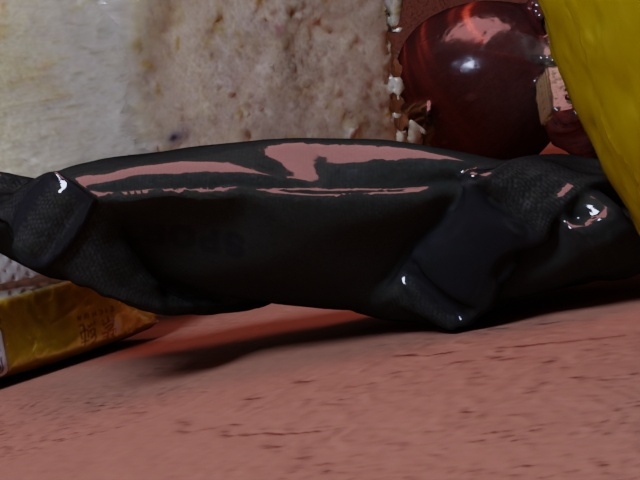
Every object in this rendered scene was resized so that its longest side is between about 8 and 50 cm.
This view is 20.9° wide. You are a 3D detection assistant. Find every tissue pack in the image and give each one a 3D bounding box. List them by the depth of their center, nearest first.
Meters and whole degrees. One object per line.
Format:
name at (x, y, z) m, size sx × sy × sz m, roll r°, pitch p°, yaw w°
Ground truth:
tissue pack at (-0.224, 0.033, 0.850) m, size 0.183 × 0.092 × 0.226 m, roll -7°, pitch 8°, yaw 42°

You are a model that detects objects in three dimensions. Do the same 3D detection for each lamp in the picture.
lamp at (0.147, -0.128, 1.441) m, size 0.151 × 0.215 × 0.223 m, roll 20°, pitch -45°, yaw -25°

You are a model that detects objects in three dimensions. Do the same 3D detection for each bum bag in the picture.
bum bag at (0.000, 0.000, 0.735) m, size 0.326 × 0.079 × 0.142 m, roll -1°, pitch -5°, yaw 8°

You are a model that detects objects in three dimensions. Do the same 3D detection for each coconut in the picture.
coconut at (-0.119, -0.136, 1.099) m, size 0.346 × 0.346 × 0.360 m, roll -15°, pitch 14°, yaw -36°

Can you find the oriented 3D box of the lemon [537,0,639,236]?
lemon at (0.207, -0.142, 0.463) m, size 0.364 × 0.364 × 0.364 m, roll -11°, pitch 5°, yaw 1°
